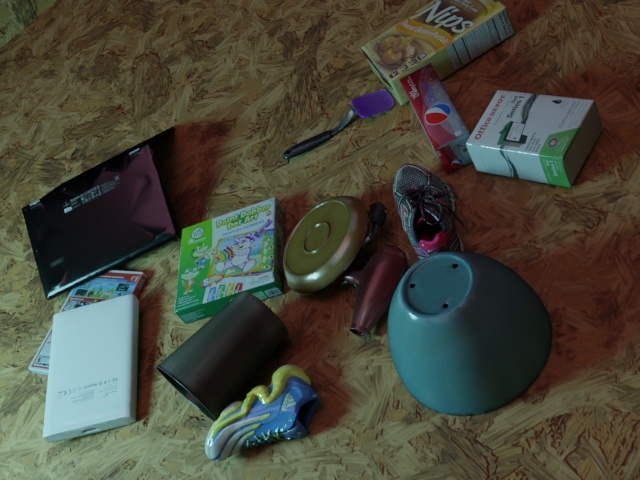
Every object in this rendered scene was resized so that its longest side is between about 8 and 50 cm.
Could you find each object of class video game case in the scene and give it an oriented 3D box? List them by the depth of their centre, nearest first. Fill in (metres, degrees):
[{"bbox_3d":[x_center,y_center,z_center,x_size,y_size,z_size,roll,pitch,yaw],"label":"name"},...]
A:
[{"bbox_3d":[-0.544,0.192,2.113,0.204,0.025,0.285,2,56,33],"label":"video game case"}]

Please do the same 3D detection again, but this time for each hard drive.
[{"bbox_3d":[-0.498,0.275,1.971,0.203,0.040,0.308,-15,51,9],"label":"hard drive"}]

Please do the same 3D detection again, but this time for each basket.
[{"bbox_3d":[-0.184,0.223,1.780,0.227,0.154,0.204,-46,28,-16],"label":"basket"}]

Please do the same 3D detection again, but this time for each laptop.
[{"bbox_3d":[-0.535,-0.084,2.327,0.382,0.236,0.408,-25,70,11],"label":"laptop"}]

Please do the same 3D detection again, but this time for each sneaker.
[{"bbox_3d":[-0.102,0.338,1.671,0.240,0.091,0.126,-44,45,-10],"label":"sneaker"},{"bbox_3d":[0.215,-0.058,1.798,0.120,0.112,0.299,-27,44,9],"label":"sneaker"}]

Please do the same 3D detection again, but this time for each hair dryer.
[{"bbox_3d":[0.078,0.077,1.816,0.223,0.080,0.294,-37,36,22],"label":"hair dryer"}]

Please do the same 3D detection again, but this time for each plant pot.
[{"bbox_3d":[0.235,0.130,1.566,0.290,0.195,0.290,-16,47,19],"label":"plant pot"},{"bbox_3d":[0.000,0.000,1.881,0.236,0.032,0.236,-32,37,29],"label":"plant pot"}]

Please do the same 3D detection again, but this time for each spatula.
[{"bbox_3d":[0.039,-0.271,2.143,0.296,0.030,0.084,-32,46,4],"label":"spatula"}]

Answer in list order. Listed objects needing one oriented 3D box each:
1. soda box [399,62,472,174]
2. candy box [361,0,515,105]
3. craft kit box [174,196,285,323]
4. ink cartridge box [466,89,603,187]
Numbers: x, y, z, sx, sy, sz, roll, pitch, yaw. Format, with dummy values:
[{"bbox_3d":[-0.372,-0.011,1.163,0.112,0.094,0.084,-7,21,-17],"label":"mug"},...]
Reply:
[{"bbox_3d":[0.257,-0.269,1.963,0.083,0.092,0.263,-28,44,10],"label":"soda box"},{"bbox_3d":[0.274,-0.473,2.128,0.316,0.087,0.183,-33,44,3],"label":"candy box"},{"bbox_3d":[-0.199,0.043,2.009,0.249,0.061,0.247,-18,44,17],"label":"craft kit box"},{"bbox_3d":[0.426,-0.208,1.808,0.219,0.093,0.160,14,62,38],"label":"ink cartridge box"}]
